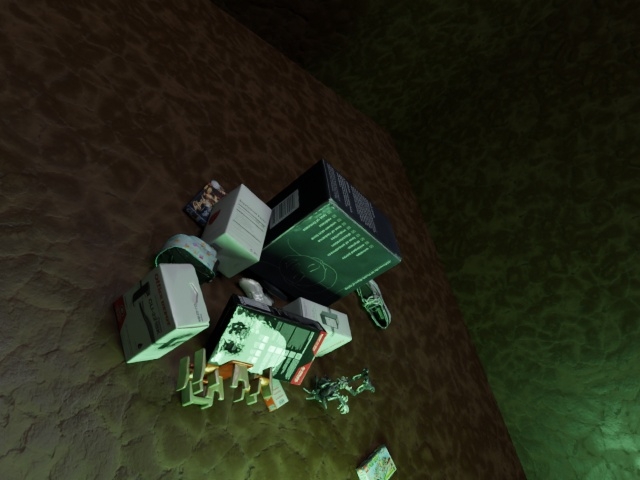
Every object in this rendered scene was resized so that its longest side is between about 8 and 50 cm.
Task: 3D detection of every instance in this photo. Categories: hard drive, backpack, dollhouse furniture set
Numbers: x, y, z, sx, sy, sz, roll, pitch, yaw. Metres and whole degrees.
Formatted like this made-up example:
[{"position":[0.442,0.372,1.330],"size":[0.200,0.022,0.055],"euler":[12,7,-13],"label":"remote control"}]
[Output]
[{"position":[-0.200,0.198,1.869],"size":[0.094,0.022,0.135],"euler":[37,-2,-33],"label":"hard drive"},{"position":[-0.461,0.066,1.557],"size":[0.188,0.166,0.144],"euler":[41,32,-32],"label":"backpack"},{"position":[-0.312,0.407,1.363],"size":[0.262,0.259,0.135],"euler":[29,43,-39],"label":"dollhouse furniture set"}]

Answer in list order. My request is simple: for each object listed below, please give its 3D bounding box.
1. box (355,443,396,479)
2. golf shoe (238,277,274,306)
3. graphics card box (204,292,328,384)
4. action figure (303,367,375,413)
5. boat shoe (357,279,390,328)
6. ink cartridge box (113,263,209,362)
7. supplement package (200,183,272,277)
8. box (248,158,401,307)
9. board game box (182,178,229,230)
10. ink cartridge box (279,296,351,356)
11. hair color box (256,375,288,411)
[{"position":[0.231,0.942,1.859],"size":[0.207,0.036,0.114],"euler":[-9,69,-57],"label":"box"},{"position":[-0.262,0.221,1.800],"size":[0.176,0.069,0.086],"euler":[42,40,-22],"label":"golf shoe"},{"position":[-0.186,0.350,1.569],"size":[0.371,0.233,0.094],"euler":[23,10,-30],"label":"graphics card box"},{"position":[0.075,0.611,1.822],"size":[0.164,0.275,0.141],"euler":[-119,-161,-59],"label":"action figure"},{"position":[0.276,0.329,2.414],"size":[0.306,0.113,0.105],"euler":[66,16,-3],"label":"boat shoe"},{"position":[-0.466,0.211,1.311],"size":[0.114,0.273,0.197],"euler":[5,57,-53],"label":"ink cartridge box"},{"position":[-0.330,-0.040,1.750],"size":[0.175,0.177,0.293],"euler":[42,34,-29],"label":"supplement package"},{"position":[0.000,0.000,1.927],"size":[0.472,0.480,0.297],"euler":[38,29,-34],"label":"box"},{"position":[-0.449,-0.138,1.884],"size":[0.165,0.042,0.243],"euler":[47,32,-17],"label":"board game box"},{"position":[-0.047,0.360,1.834],"size":[0.289,0.211,0.121],"euler":[28,40,-41],"label":"ink cartridge box"},{"position":[-0.180,0.537,1.642],"size":[0.072,0.043,0.141],"euler":[-10,69,-57],"label":"hair color box"}]
